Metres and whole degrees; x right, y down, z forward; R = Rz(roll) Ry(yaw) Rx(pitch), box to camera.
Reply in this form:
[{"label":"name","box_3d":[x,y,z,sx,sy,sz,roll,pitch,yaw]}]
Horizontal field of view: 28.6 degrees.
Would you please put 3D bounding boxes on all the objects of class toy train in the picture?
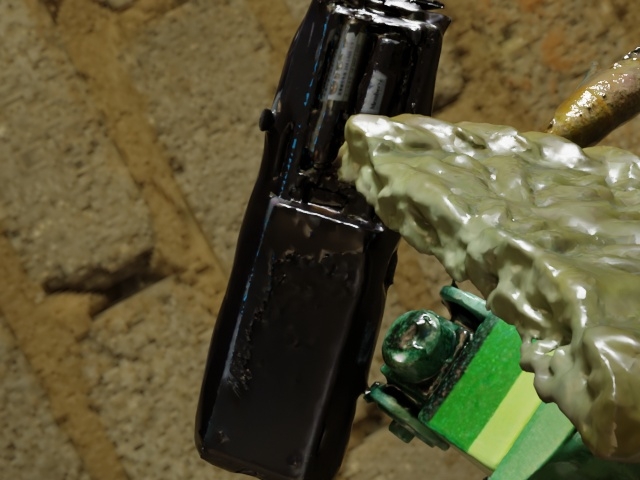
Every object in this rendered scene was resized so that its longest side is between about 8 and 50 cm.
[{"label":"toy train","box_3d":[0.170,0.150,0.887,0.301,0.120,0.202,41,-8,-38]}]

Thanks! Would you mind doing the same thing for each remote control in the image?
[{"label":"remote control","box_3d":[0.000,0.000,0.971,0.144,0.399,0.062,15,4,18]}]

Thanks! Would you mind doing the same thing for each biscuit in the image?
[{"label":"biscuit","box_3d":[0.125,0.003,0.510,0.273,0.187,0.036,-133,-132,-57]}]

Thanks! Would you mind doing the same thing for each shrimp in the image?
[{"label":"shrimp","box_3d":[0.265,-0.135,1.172,0.066,0.262,0.117,58,-33,0]}]
